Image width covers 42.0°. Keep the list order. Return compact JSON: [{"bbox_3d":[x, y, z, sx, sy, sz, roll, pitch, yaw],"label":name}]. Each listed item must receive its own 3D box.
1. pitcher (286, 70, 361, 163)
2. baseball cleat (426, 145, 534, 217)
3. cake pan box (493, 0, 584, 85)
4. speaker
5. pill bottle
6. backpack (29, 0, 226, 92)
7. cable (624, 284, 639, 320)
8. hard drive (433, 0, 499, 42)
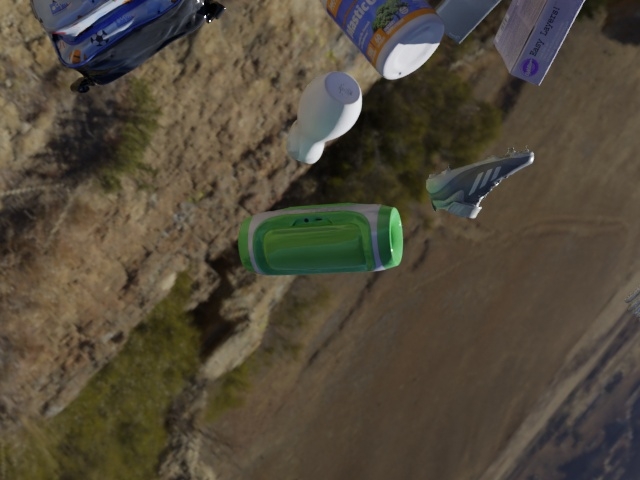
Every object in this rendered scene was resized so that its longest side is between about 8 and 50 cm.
[{"bbox_3d":[0.008,-0.287,1.783,0.207,0.125,0.178,133,-31,-55],"label":"pitcher"},{"bbox_3d":[0.305,-0.104,1.564,0.205,0.109,0.072,-14,-175,19],"label":"baseball cleat"},{"bbox_3d":[0.413,-0.438,1.545,0.246,0.070,0.267,-80,-167,-65],"label":"cake pan box"},{"bbox_3d":[0.000,0.000,1.583,0.131,0.296,0.131,-3,90,-72],"label":"speaker"},{"bbox_3d":[0.097,-0.450,1.584,0.152,0.272,0.152,-33,160,-14],"label":"pill bottle"},{"bbox_3d":[-0.330,-0.405,1.260,0.276,0.263,0.213,-28,163,5],"label":"backpack"},{"bbox_3d":[0.621,0.041,1.388,0.257,0.089,0.257,-46,161,-4],"label":"cable"},{"bbox_3d":[0.302,-0.488,1.748,0.094,0.022,0.135,27,127,-26],"label":"hard drive"}]
